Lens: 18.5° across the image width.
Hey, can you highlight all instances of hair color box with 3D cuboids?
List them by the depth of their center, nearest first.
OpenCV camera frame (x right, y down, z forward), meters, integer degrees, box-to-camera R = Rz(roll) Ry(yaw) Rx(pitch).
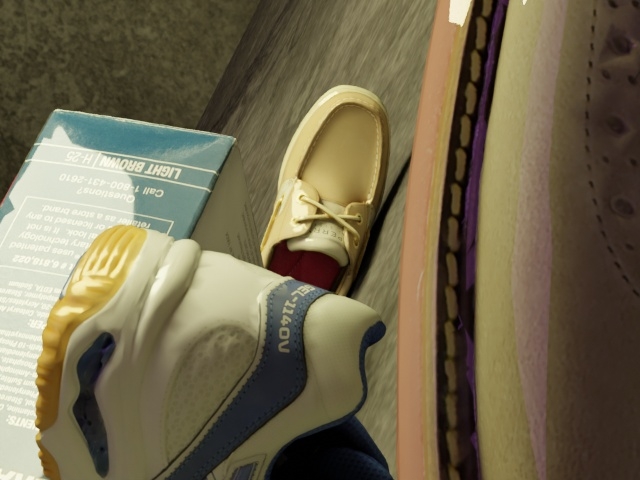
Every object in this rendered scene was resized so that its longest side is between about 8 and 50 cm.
[{"bbox_3d":[-0.130,0.124,0.908,0.174,0.105,0.347,80,-154,-49],"label":"hair color box"}]

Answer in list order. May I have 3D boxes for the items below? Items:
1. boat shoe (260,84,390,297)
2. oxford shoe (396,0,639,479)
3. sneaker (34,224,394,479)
[{"bbox_3d":[0.000,0.000,1.075,0.059,0.063,0.170,-118,44,-75],"label":"boat shoe"},{"bbox_3d":[0.129,-0.086,0.348,0.397,0.140,0.146,-69,17,-10],"label":"oxford shoe"},{"bbox_3d":[-0.036,0.126,0.798,0.296,0.131,0.112,90,-164,-47],"label":"sneaker"}]
